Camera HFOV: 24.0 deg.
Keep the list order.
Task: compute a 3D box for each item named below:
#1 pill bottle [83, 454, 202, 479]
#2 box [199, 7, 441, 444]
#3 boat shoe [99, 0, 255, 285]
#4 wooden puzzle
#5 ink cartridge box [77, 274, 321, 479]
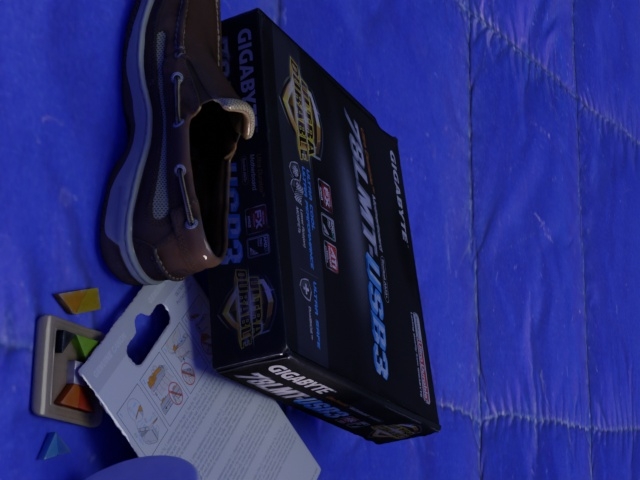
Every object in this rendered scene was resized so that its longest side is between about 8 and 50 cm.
[{"bbox_3d":[-0.096,0.261,0.988,0.121,0.121,0.221,-53,132,-55],"label":"pill bottle"},{"bbox_3d":[0.000,0.000,1.255,0.293,0.073,0.295,34,45,-57],"label":"box"},{"bbox_3d":[-0.088,-0.089,1.101,0.095,0.095,0.257,38,51,-58],"label":"boat shoe"},{"bbox_3d":[-0.165,0.087,1.001,0.078,0.014,0.116,14,73,-64],"label":"wooden puzzle"},{"bbox_3d":[-0.096,0.144,1.105,0.224,0.056,0.181,56,29,-16],"label":"ink cartridge box"}]
